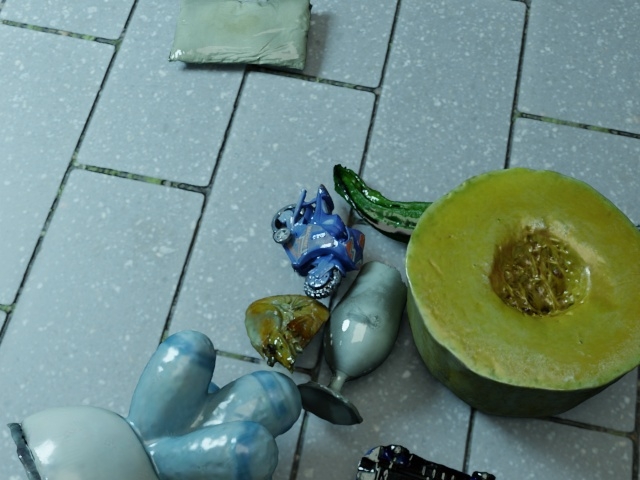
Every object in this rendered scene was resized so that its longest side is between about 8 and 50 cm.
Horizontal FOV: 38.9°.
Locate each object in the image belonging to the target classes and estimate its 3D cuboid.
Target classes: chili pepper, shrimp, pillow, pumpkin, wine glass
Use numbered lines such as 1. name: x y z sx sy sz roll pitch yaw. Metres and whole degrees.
1. chili pepper: 0.143 -0.045 1.351 0.279 0.065 0.122 12 66 9
2. shrimp: -0.043 0.112 1.205 0.115 0.217 0.051 -14 107 -1
3. pillow: -0.131 -0.349 1.514 0.230 0.050 0.148 2 58 3
4. pumpkin: 0.262 0.087 1.224 0.333 0.199 0.332 4 59 -7
5. wine glass: 0.050 0.135 1.229 0.103 0.103 0.222 21 58 10

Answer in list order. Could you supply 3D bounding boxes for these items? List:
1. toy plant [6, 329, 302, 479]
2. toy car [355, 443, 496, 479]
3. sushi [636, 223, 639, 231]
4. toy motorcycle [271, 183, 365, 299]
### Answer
1. toy plant: -0.175 0.250 1.107 0.332 0.247 0.247 -26 66 -19
2. toy car: 0.142 0.331 1.154 0.216 0.063 0.103 20 67 -9
3. sushi: 0.494 0.037 1.334 0.201 0.031 0.139 -31 46 -14
4. toy motorcycle: 0.000 0.000 1.296 0.114 0.076 0.205 -31 42 1
